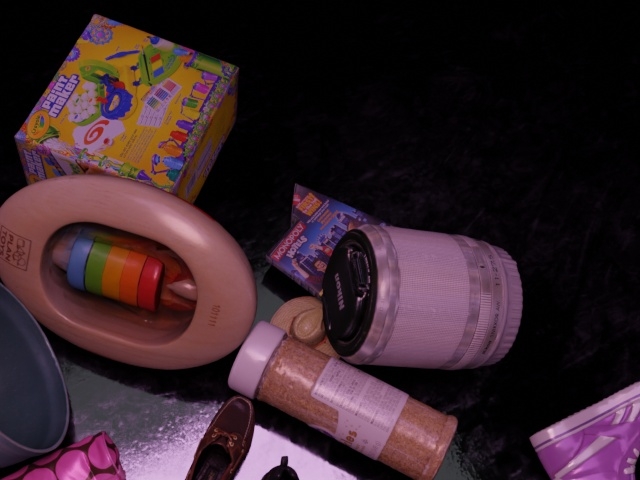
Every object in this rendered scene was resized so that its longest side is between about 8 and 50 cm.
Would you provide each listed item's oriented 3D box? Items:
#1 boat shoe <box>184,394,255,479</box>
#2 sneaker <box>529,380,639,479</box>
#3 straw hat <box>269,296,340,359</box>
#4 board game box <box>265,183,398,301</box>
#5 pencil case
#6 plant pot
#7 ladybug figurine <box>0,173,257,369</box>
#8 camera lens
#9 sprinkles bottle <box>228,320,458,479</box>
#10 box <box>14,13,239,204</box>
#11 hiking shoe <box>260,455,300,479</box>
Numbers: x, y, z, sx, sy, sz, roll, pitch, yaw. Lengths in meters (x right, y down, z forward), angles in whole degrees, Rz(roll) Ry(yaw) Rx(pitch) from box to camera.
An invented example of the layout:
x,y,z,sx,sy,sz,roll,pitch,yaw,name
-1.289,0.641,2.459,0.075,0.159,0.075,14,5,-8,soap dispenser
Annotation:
x,y,z,sx,sy,sz,roll,pitch,yaw,name
-0.154,0.327,1.556,0.073,0.073,0.207,19,60,5,boat shoe
0.494,0.328,1.627,0.282,0.102,0.161,-26,71,-8,sneaker
-0.019,0.145,1.678,0.144,0.061,0.145,3,61,-5,straw hat
0.000,0.000,1.760,0.194,0.060,0.194,36,63,14,board game box
-0.390,0.368,1.494,0.209,0.095,0.098,-28,33,-18,pencil case
-0.534,0.216,1.475,0.196,0.293,0.293,-28,66,9,plant pot
-0.304,0.035,1.598,0.449,0.305,0.162,20,26,5,ladybug figurine
0.153,0.093,1.611,0.274,0.219,0.220,7,60,-23,camera lens
0.035,0.254,1.589,0.355,0.121,0.121,26,62,7,sprinkles bottle
-0.326,-0.195,1.759,0.279,0.177,0.290,22,62,5,box
-0.051,0.437,1.483,0.086,0.114,0.227,-8,63,-11,hiking shoe
